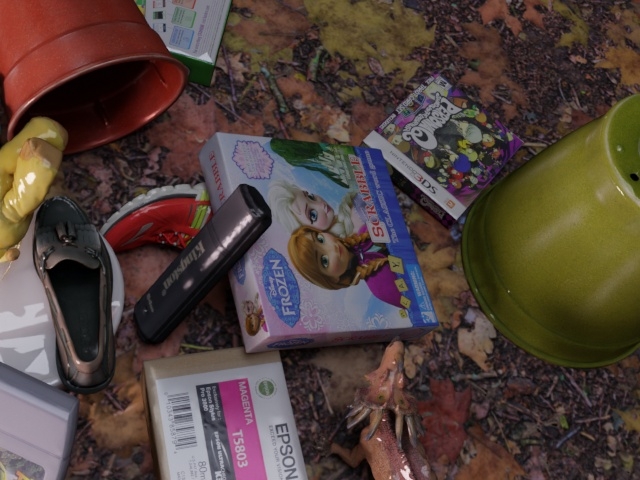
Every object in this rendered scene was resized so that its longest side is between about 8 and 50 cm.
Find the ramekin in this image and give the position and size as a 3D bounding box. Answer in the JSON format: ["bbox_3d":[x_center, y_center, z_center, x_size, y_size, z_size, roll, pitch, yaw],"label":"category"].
[{"bbox_3d":[-0.401,0.092,1.161,0.272,0.127,0.273,7,61,-13],"label":"ramekin"}]

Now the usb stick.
[{"bbox_3d":[-0.166,0.036,1.189,0.045,0.278,0.077,11,40,-51],"label":"usb stick"}]

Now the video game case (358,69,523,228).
[{"bbox_3d":[0.212,-0.163,1.515,0.210,0.042,0.232,42,60,6],"label":"video game case"}]

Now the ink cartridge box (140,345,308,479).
[{"bbox_3d":[-0.130,0.269,1.169,0.193,0.088,0.235,-7,64,-18],"label":"ink cartridge box"}]

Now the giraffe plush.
[{"bbox_3d":[-0.426,-0.077,1.059,0.170,0.181,0.210,24,88,-21],"label":"giraffe plush"}]

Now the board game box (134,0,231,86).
[{"bbox_3d":[-0.314,-0.414,1.485,0.316,0.064,0.242,15,60,-8],"label":"board game box"}]

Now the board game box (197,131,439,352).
[{"bbox_3d":[0.000,0.000,1.297,0.317,0.066,0.319,0,63,-38],"label":"board game box"}]

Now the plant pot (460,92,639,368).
[{"bbox_3d":[0.455,-0.034,1.337,0.366,0.353,0.367,7,62,-13],"label":"plant pot"}]

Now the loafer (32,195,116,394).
[{"bbox_3d":[-0.302,0.053,1.085,0.096,0.084,0.268,-9,67,-20],"label":"loafer"}]

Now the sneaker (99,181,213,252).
[{"bbox_3d":[-0.189,-0.020,1.295,0.278,0.107,0.118,-15,73,-22],"label":"sneaker"}]

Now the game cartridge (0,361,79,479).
[{"bbox_3d":[-0.412,0.291,1.019,0.196,0.060,0.294,26,90,-7],"label":"game cartridge"}]

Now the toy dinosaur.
[{"bbox_3d":[0.107,0.298,1.154,0.127,0.200,0.296,-22,72,-25],"label":"toy dinosaur"}]

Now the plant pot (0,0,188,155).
[{"bbox_3d":[-0.372,-0.304,1.268,0.272,0.272,0.265,-22,80,-25],"label":"plant pot"}]
